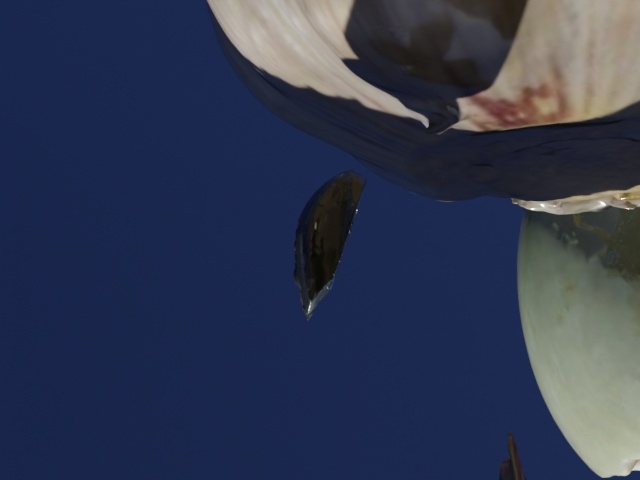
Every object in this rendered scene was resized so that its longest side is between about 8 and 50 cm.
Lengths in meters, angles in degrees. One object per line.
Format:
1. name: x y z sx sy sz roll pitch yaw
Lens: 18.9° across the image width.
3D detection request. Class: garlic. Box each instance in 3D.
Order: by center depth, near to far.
1. garlic: 0.094 -0.127 0.763 0.322 0.322 0.241 -3 -121 -40

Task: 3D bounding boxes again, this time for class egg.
1. egg: 0.282 0.007 1.413 0.278 0.278 0.336 1 -98 -38

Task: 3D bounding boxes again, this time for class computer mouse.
1. computer mouse: 0.000 0.000 1.640 0.047 0.079 0.135 17 -100 3

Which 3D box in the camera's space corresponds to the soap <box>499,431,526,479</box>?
1. soap: -0.026 0.210 0.807 0.098 0.273 0.218 34 -130 -58
